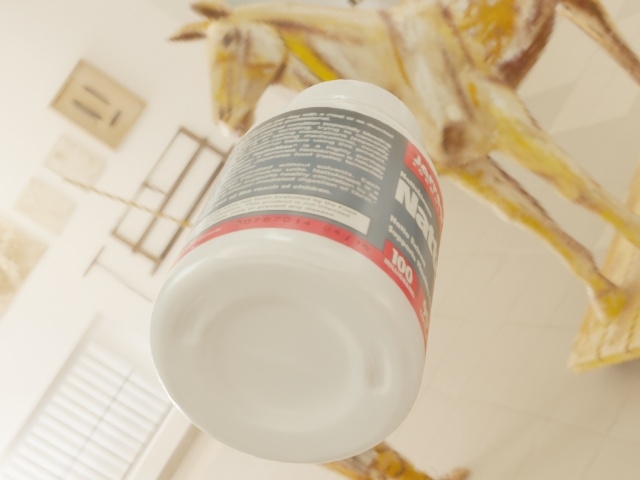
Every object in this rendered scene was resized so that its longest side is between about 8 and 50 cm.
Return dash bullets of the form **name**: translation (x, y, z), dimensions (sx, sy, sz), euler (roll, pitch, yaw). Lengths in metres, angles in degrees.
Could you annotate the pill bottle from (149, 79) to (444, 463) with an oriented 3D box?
- **pill bottle**: translation (0.000, 0.000, 0.465), dimensions (0.108, 0.108, 0.180), euler (-47, 14, 31)
